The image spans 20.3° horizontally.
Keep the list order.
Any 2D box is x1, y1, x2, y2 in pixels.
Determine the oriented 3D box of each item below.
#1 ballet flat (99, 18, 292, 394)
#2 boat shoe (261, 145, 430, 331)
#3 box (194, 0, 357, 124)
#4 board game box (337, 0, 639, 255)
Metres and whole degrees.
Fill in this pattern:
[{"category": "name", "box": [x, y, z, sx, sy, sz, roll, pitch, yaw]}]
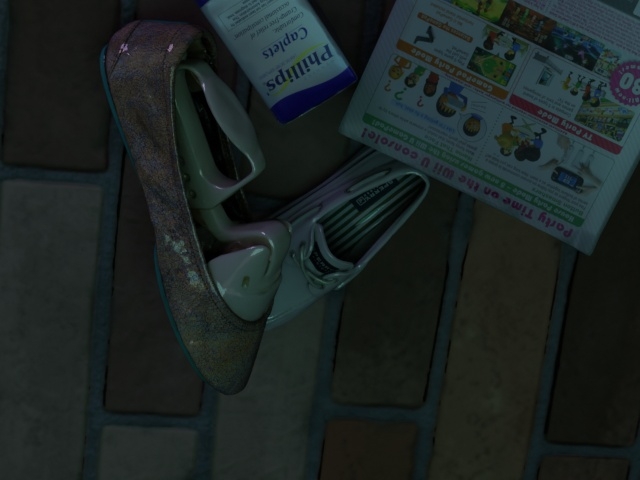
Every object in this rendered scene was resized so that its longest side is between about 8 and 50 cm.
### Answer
[{"category": "ballet flat", "box": [-0.085, -0.025, 1.418, 0.106, 0.107, 0.316, -10, 107, 29]}, {"category": "boat shoe", "box": [0.000, 0.000, 1.486, 0.083, 0.076, 0.226, 38, 105, -19]}, {"category": "box", "box": [-0.043, -0.176, 1.376, 0.072, 0.126, 0.137, -33, 113, 7]}, {"category": "board game box", "box": [0.178, -0.175, 1.370, 0.224, 0.097, 0.303, 27, 110, 3]}]
